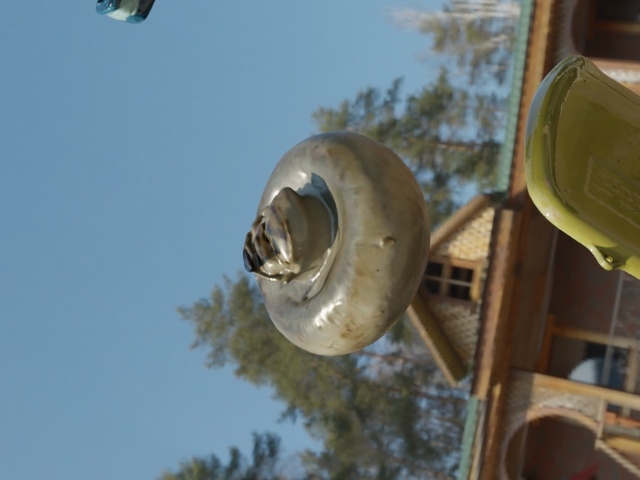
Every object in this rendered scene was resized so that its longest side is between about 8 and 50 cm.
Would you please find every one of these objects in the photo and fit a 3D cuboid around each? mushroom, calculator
[{"bbox_3d":[0.000,0.000,1.594,0.294,0.362,0.363,6,-85,-33],"label":"mushroom"},{"bbox_3d":[0.226,-0.056,0.750,0.033,0.157,0.237,-52,10,42],"label":"calculator"}]

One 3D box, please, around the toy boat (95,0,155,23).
[{"bbox_3d":[-0.210,-0.423,1.287,0.061,0.096,0.299,21,-95,-26],"label":"toy boat"}]
